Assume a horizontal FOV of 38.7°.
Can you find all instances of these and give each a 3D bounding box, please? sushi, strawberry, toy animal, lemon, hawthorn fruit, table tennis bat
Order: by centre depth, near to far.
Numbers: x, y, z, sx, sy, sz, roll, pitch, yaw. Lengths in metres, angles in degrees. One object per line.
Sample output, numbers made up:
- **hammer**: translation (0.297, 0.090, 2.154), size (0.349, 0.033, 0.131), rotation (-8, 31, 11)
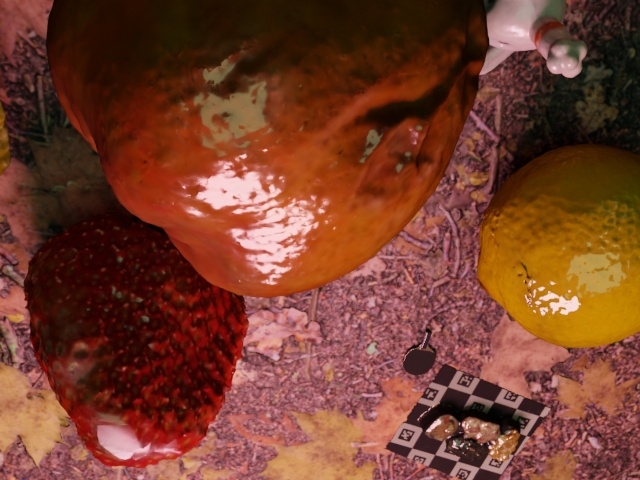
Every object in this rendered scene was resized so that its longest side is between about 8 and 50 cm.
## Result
- **hawthorn fruit**: translation (-0.035, -0.178, 0.987), size (0.472, 0.472, 0.472), rotation (-2, 117, -5)
- **toy animal**: translation (0.219, -0.273, 1.057), size (0.138, 0.282, 0.140), rotation (-19, 116, 21)
- **strawberry**: translation (-0.249, 0.135, 1.163), size (0.312, 0.351, 0.267), rotation (37, 116, -27)
- **lemon**: translation (0.348, 0.007, 1.206), size (0.293, 0.293, 0.293), rotation (-2, 117, -5)
- **table tennis bat**: translation (0.157, 0.175, 1.415), size (0.050, 0.007, 0.083), rotation (9, 117, -10)
- **sushi**: translation (0.243, 0.322, 1.475), size (0.215, 0.050, 0.192), rotation (24, 112, -17)

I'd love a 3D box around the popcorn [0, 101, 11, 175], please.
- **popcorn**: translation (-0.489, -0.105, 1.026), size (0.290, 0.326, 0.321), rotation (-26, 134, -3)
